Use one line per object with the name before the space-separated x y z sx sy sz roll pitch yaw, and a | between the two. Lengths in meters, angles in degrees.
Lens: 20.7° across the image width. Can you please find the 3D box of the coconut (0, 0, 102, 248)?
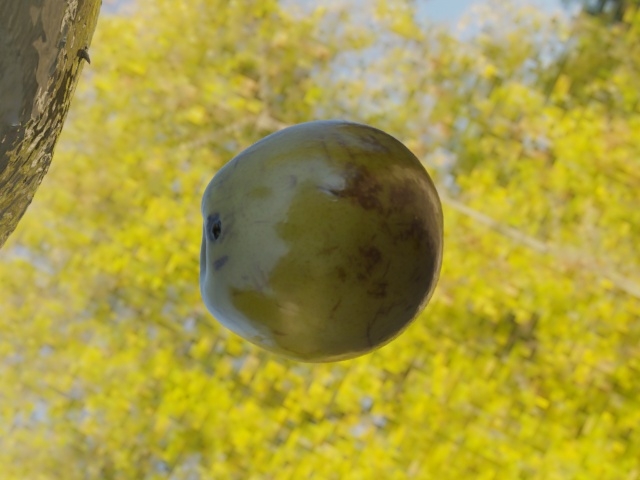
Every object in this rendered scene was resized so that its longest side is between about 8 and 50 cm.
coconut | -0.332 -0.139 1.221 0.346 0.346 0.360 89 -165 -60

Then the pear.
pear | 0.000 0.000 1.898 0.280 0.281 0.280 -56 -17 -27
